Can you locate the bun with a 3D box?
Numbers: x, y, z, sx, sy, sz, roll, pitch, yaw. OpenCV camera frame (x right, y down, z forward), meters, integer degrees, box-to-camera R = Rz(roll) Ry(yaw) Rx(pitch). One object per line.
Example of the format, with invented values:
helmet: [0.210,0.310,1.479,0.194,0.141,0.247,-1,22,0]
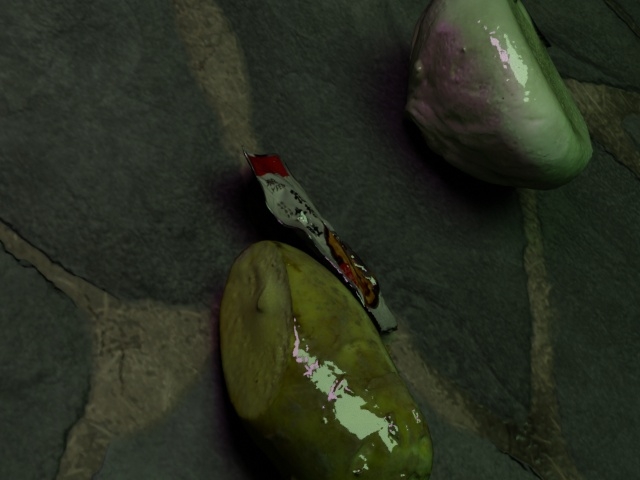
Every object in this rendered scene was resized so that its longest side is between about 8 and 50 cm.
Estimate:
bun: [0.197,-0.174,1.693,0.293,0.187,0.293,50,23,-30]

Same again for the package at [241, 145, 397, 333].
package: [0.000,0.000,1.457,0.239,0.030,0.154,51,8,9]

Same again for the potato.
potato: [-0.006,0.134,1.316,0.176,0.141,0.298,5,47,-57]
